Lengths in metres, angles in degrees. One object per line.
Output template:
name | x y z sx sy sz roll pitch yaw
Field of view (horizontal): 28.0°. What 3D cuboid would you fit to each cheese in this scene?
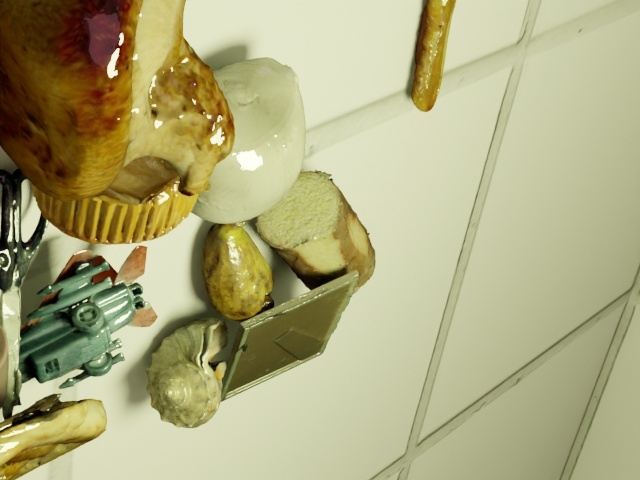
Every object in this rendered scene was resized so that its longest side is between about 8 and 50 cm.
cheese | -0.105 -0.116 1.618 0.198 0.154 0.189 -35 150 -36

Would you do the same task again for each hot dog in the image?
hot dog | 0.171 -0.298 1.969 0.066 0.047 0.216 -48 153 -46

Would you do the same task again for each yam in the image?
yam | 0.000 -0.002 1.927 0.238 0.129 0.128 56 42 -61

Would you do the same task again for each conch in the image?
conch | -0.171 0.183 1.837 0.155 0.130 0.207 -53 168 19

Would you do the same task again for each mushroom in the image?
mushroom | -0.188 -0.206 1.256 0.345 0.259 0.346 -164 -90 -85

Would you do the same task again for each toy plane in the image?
toy plane | -0.335 0.132 1.558 0.326 0.104 0.223 -38 147 -30

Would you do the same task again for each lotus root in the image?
lotus root | -0.123 0.031 1.808 0.108 0.094 0.191 -84 163 -46

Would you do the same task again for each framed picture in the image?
framed picture | -0.052 0.151 1.960 0.209 0.019 0.281 -23 159 -25

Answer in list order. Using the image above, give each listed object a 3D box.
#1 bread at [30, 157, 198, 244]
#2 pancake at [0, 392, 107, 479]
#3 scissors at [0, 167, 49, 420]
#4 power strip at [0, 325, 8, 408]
bread | -0.225 -0.080 1.438 0.199 0.199 0.104 -30 150 -39
pancake | -0.419 0.275 1.436 0.382 0.071 0.382 -29 173 -4
scissors | -0.353 0.066 1.462 0.109 0.022 0.300 -13 110 -53
power strip | -0.414 0.140 1.392 0.154 0.154 0.078 -28 142 -41
